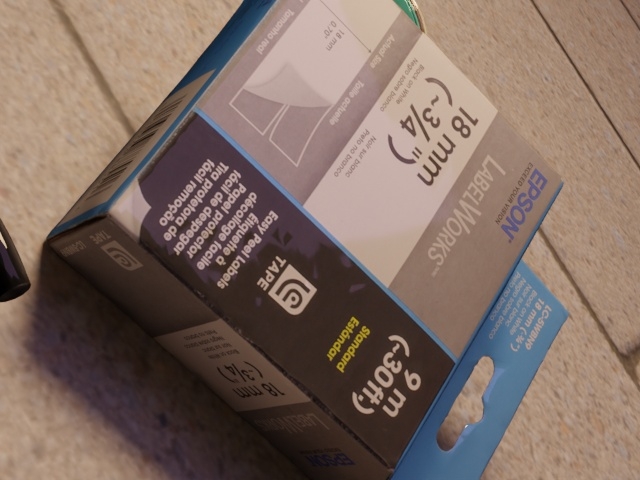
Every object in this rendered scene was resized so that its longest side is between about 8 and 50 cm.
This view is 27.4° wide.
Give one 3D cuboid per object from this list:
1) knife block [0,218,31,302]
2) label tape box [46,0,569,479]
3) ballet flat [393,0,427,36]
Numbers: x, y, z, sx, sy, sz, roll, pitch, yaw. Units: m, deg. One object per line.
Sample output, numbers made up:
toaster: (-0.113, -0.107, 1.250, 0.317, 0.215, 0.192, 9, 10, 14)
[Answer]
knife block: (-0.233, -0.068, 0.633, 0.242, 0.088, 0.276, 37, 33, -29)
label tape box: (0.037, 0.017, 0.821, 0.333, 0.106, 0.241, 44, 61, -17)
ballet flat: (0.053, -0.241, 1.258, 0.168, 0.057, 0.052, 56, 20, 2)
